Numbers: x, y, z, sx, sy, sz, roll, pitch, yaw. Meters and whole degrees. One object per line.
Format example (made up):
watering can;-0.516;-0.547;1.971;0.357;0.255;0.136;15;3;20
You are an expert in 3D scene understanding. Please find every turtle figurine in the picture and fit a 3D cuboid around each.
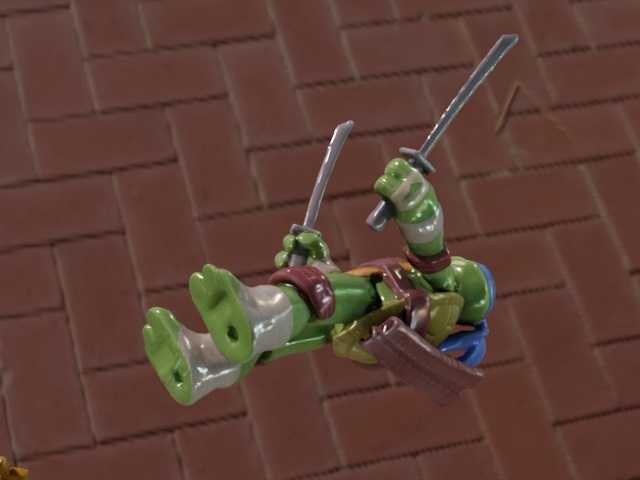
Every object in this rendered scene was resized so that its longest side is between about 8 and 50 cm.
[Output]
turtle figurine;0.000;0.000;1.010;0.266;0.275;0.198;-18;20;-37

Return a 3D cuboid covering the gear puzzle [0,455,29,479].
gear puzzle;-0.403;0.286;1.396;0.175;0.339;0.044;45;40;-28
